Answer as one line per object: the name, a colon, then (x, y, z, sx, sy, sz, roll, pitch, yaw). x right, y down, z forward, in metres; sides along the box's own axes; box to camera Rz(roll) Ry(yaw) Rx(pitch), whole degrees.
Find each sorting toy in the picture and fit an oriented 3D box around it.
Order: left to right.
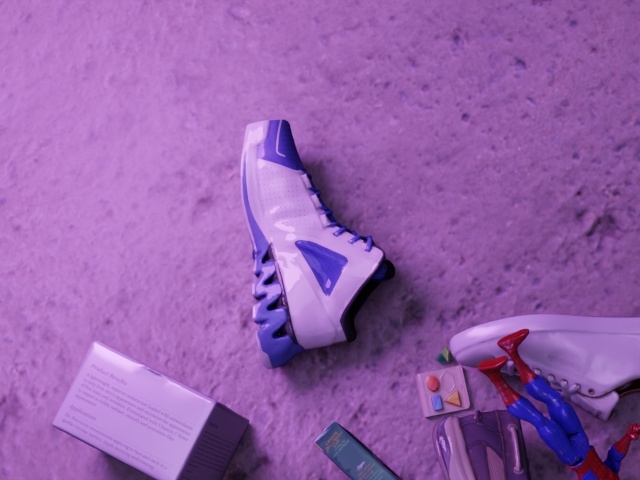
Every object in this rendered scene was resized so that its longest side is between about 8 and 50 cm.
sorting toy: (0.153, 0.179, 1.935, 0.062, 0.012, 0.083, -13, 73, 7)

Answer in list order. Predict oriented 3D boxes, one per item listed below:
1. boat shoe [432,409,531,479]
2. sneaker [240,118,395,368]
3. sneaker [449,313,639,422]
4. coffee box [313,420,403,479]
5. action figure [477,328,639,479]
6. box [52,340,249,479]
boat shoe: (0.244, 0.360, 1.805, 0.130, 0.132, 0.355, -21, 73, 4)
sneaker: (0.000, 0.001, 1.968, 0.182, 0.127, 0.316, -7, 80, 5)
sneaker: (0.303, 0.158, 1.864, 0.290, 0.106, 0.123, -1, 72, 9)
coffee box: (0.078, 0.301, 1.864, 0.184, 0.113, 0.040, 42, 88, 17)
action figure: (0.319, 0.231, 1.792, 0.280, 0.139, 0.091, 56, 48, -11)
box: (-0.208, 0.227, 1.900, 0.181, 0.182, 0.119, 25, 82, 17)
